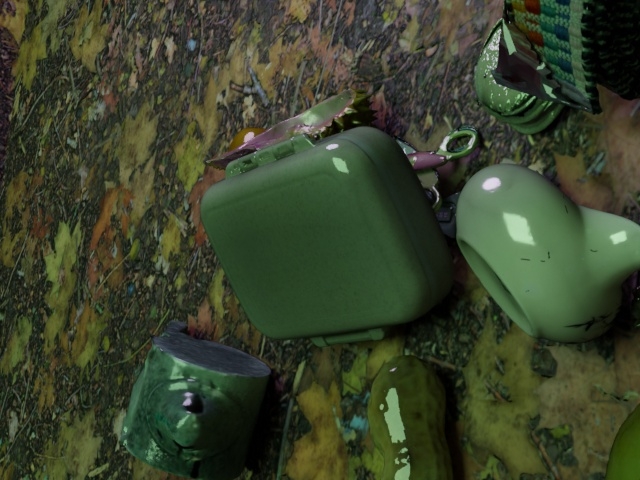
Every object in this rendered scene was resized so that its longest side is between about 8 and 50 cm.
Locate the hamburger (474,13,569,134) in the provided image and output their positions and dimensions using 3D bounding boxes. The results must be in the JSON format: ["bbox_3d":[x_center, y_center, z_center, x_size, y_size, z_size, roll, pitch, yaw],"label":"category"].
[{"bbox_3d":[0.243,-0.199,1.344,0.133,0.062,0.140,-56,37,26],"label":"hamburger"}]

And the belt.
[{"bbox_3d":[0.301,-0.292,1.172,0.160,0.206,0.295,36,124,49],"label":"belt"}]

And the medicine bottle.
[{"bbox_3d":[0.000,0.000,1.494,0.375,0.123,0.282,-14,102,52],"label":"medicine bottle"}]

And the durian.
[{"bbox_3d":[-0.005,-0.138,1.627,0.260,0.153,0.186,12,68,58],"label":"durian"}]

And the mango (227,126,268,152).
[{"bbox_3d":[-0.101,-0.090,1.782,0.102,0.084,0.184,-17,71,52],"label":"mango"}]

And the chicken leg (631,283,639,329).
[{"bbox_3d":[0.371,0.046,1.073,0.196,0.080,0.125,21,109,56],"label":"chicken leg"}]

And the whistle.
[{"bbox_3d":[-0.222,0.231,1.757,0.404,0.188,0.168,23,99,55],"label":"whistle"}]

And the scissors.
[{"bbox_3d":[0.128,-0.102,1.496,0.134,0.020,0.187,-59,31,-5],"label":"scissors"}]

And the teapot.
[{"bbox_3d":[0.231,-0.002,1.199,0.166,0.208,0.300,-43,23,11],"label":"teapot"}]

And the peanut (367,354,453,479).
[{"bbox_3d":[0.108,0.251,1.365,0.103,0.098,0.229,77,-170,-68],"label":"peanut"}]

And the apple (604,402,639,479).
[{"bbox_3d":[0.362,0.218,0.875,0.292,0.254,0.292,-28,56,54],"label":"apple"}]

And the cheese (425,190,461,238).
[{"bbox_3d":[0.138,-0.033,1.471,0.120,0.026,0.067,3,82,55],"label":"cheese"}]
